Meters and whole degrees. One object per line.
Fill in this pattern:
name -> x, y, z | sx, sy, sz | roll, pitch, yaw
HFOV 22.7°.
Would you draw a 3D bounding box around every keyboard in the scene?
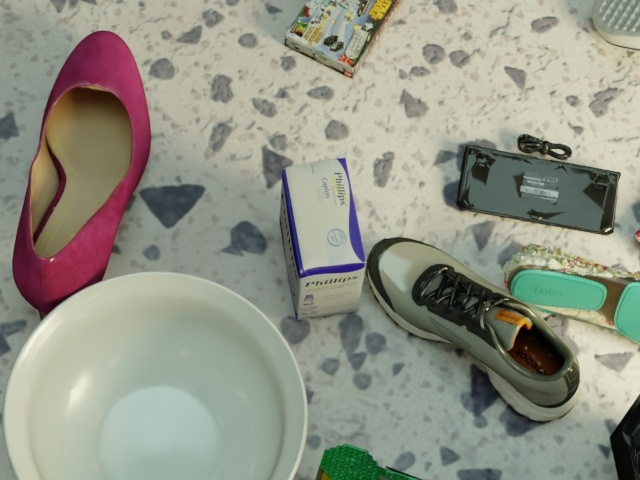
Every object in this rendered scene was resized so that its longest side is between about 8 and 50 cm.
keyboard -> 0.250, -0.068, 1.816 | 0.180, 0.023, 0.108 | 10, 71, 0

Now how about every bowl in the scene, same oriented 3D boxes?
bowl -> -0.164, 0.191, 1.600 | 0.298, 0.134, 0.298 | 2, 64, -4

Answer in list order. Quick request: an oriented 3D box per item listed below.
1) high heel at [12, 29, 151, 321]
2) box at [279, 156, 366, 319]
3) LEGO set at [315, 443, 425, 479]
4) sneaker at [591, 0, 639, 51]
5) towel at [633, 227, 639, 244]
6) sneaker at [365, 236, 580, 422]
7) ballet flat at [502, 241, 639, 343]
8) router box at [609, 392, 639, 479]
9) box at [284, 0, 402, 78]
high heel -> -0.251, -0.094, 1.702 | 0.127, 0.181, 0.377 | 2, 64, -3
box -> 0.000, 0.000, 1.700 | 0.072, 0.137, 0.126 | -7, 65, -7
LEGO set -> 0.096, 0.364, 1.544 | 0.331, 0.192, 0.255 | 13, 35, -5
sneaker -> 0.489, -0.261, 1.879 | 0.321, 0.127, 0.126 | -7, 56, 20
towel -> 0.511, -0.023, 1.809 | 0.275, 0.031, 0.199 | -41, 76, -18
sneaker -> 0.168, 0.078, 1.694 | 0.271, 0.108, 0.100 | 36, 69, 14
ballet flat -> 0.317, 0.054, 1.734 | 0.241, 0.091, 0.077 | 20, 33, 0
router box -> 0.366, 0.249, 1.514 | 0.081, 0.309, 0.243 | -5, 66, -5
box -> 0.030, -0.267, 1.891 | 0.094, 0.027, 0.137 | 28, 66, 10
